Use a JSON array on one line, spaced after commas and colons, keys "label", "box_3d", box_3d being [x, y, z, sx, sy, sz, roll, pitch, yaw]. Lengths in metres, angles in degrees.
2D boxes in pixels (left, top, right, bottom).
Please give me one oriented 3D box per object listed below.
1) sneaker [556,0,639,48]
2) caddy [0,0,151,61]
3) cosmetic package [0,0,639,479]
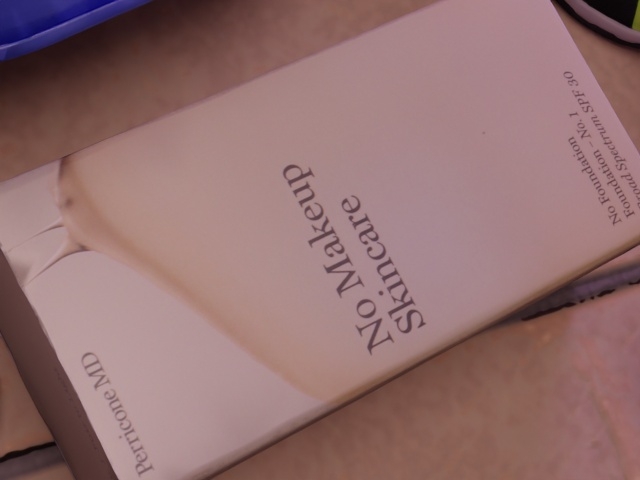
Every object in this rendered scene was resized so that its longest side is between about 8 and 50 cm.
[{"label": "sneaker", "box_3d": [0.159, -0.199, 0.760, 0.235, 0.097, 0.084, 33, 67, -5]}, {"label": "caddy", "box_3d": [-0.147, -0.214, 0.632, 0.341, 0.179, 0.241, -28, 61, -22]}, {"label": "cosmetic package", "box_3d": [0.000, 0.000, 0.642, 0.309, 0.113, 0.160, -27, 83, -24]}]
